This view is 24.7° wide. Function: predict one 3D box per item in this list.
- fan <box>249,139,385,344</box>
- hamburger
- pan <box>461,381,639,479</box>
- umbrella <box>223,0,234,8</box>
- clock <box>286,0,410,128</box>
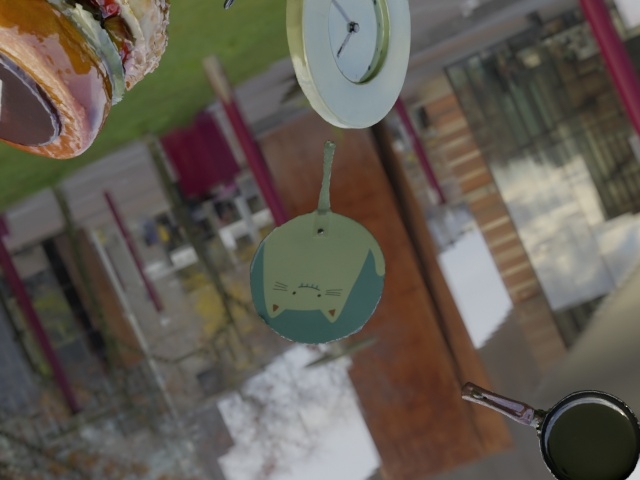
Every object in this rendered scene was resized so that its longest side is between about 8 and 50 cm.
[{"bbox_3d":[0.000,0.000,1.195,0.113,0.175,0.005,2,163,12],"label":"fan"},{"bbox_3d":[-0.356,-0.276,1.781,0.330,0.330,0.250,-20,-142,61],"label":"hamburger"},{"bbox_3d":[0.253,0.206,1.621,0.040,0.212,0.115,101,11,-82],"label":"pan"},{"bbox_3d":[-0.053,-0.322,1.490,0.044,0.044,0.269,-53,178,-41],"label":"umbrella"},{"bbox_3d":[0.035,-0.248,1.700,0.029,0.235,0.235,3,-162,35],"label":"clock"}]
